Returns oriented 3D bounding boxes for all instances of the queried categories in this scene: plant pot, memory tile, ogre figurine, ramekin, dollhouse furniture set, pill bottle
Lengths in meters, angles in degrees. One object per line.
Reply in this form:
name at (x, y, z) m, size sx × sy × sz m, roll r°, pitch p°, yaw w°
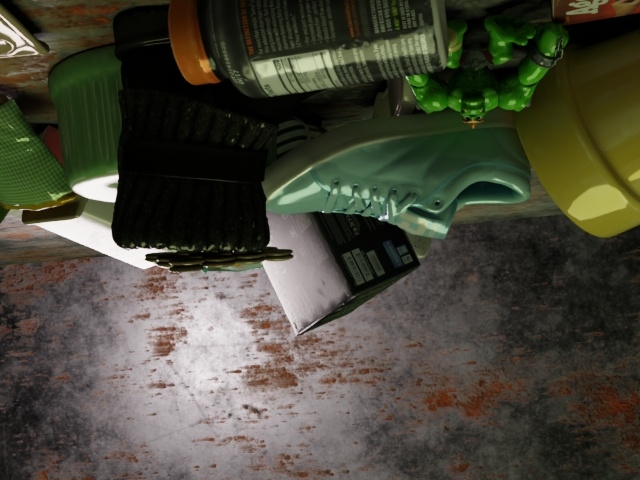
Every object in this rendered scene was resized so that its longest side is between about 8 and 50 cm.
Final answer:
plant pot at (0.413, -0.164, 1.089) m, size 0.239 × 0.254 × 0.254 m, roll -30°, pitch 159°, yaw 38°
memory tile at (-0.113, 0.019, 0.964) m, size 0.148 × 0.012 × 0.113 m, roll -5°, pitch -173°, yaw -32°
ogre figurine at (0.184, -0.203, 1.017) m, size 0.197 × 0.096 × 0.118 m, roll -13°, pitch 136°, yaw -4°
ramekin at (-0.197, -0.142, 1.131) m, size 0.304 × 0.148 × 0.303 m, roll -5°, pitch 174°, yaw -1°
dollhouse furniture set at (-0.502, -0.062, 1.207) m, size 0.302 × 0.151 × 0.197 m, roll -5°, pitch 136°, yaw 36°
pill bottle at (-0.012, -0.203, 0.791) m, size 0.246 × 0.130 × 0.130 m, roll -6°, pitch 174°, yaw 12°

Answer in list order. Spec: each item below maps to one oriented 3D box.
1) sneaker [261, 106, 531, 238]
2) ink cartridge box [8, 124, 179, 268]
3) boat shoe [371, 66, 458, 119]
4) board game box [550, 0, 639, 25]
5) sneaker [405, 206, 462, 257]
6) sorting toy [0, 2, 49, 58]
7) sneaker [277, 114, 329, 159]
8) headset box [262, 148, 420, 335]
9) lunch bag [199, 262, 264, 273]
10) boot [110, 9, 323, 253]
sneaker at (0.102, -0.069, 1.094) m, size 0.366 × 0.150 × 0.135 m, roll -14°, pitch 159°, yaw -7°
ink cartridge box at (-0.367, -0.063, 1.445) m, size 0.283 × 0.117 × 0.207 m, roll 25°, pitch 160°, yaw -25°
boat shoe at (0.133, -0.179, 1.230) m, size 0.097 × 0.116 × 0.324 m, roll -3°, pitch 167°, yaw -5°
board game box at (0.299, -0.276, 0.843) m, size 0.145 × 0.027 × 0.281 m, roll -5°, pitch 174°, yaw 15°
sneaker at (0.258, -0.063, 1.971) m, size 0.366 × 0.210 × 0.137 m, roll -4°, pitch 174°, yaw -6°
sorting toy at (-0.395, -0.214, 0.855) m, size 0.193 × 0.038 × 0.208 m, roll -5°, pitch 179°, yaw 1°
sneaker at (-0.089, -0.138, 1.494) m, size 0.281 × 0.106 × 0.163 m, roll -11°, pitch 175°, yaw 40°
headset box at (0.000, 0.000, 1.411) m, size 0.131 × 0.246 × 0.283 m, roll -22°, pitch 169°, yaw -27°
lunch bag at (-0.166, -0.052, 1.675) m, size 0.160 × 0.223 × 0.262 m, roll 5°, pitch 172°, yaw -30°
boot at (-0.059, -0.117, 0.939) m, size 0.348 × 0.260 × 0.131 m, roll -5°, pitch 175°, yaw 3°
